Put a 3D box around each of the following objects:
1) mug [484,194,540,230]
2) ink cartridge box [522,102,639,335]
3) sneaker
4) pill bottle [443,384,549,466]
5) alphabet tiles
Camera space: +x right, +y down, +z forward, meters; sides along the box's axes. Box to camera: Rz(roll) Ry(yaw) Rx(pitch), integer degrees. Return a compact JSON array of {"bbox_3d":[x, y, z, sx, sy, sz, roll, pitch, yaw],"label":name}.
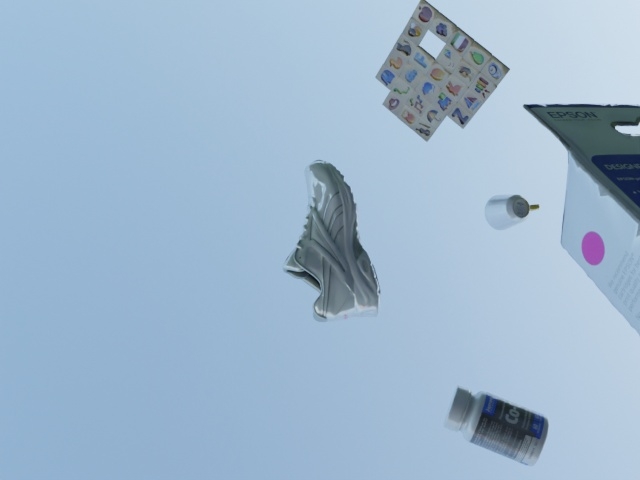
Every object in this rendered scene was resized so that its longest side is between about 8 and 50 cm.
[{"bbox_3d":[0.328,-0.056,1.217,0.078,0.064,0.062,-40,-82,-18],"label":"mug"},{"bbox_3d":[0.263,0.038,0.383,0.176,0.069,0.371,-3,-139,-19],"label":"ink cartridge box"},{"bbox_3d":[0.000,0.000,0.946,0.115,0.090,0.232,-14,-112,-5],"label":"sneaker"},{"bbox_3d":[0.253,0.266,1.038,0.137,0.078,0.078,20,-115,10],"label":"pill bottle"},{"bbox_3d":[0.208,-0.294,1.319,0.198,0.237,0.009,41,-128,6],"label":"alphabet tiles"}]
